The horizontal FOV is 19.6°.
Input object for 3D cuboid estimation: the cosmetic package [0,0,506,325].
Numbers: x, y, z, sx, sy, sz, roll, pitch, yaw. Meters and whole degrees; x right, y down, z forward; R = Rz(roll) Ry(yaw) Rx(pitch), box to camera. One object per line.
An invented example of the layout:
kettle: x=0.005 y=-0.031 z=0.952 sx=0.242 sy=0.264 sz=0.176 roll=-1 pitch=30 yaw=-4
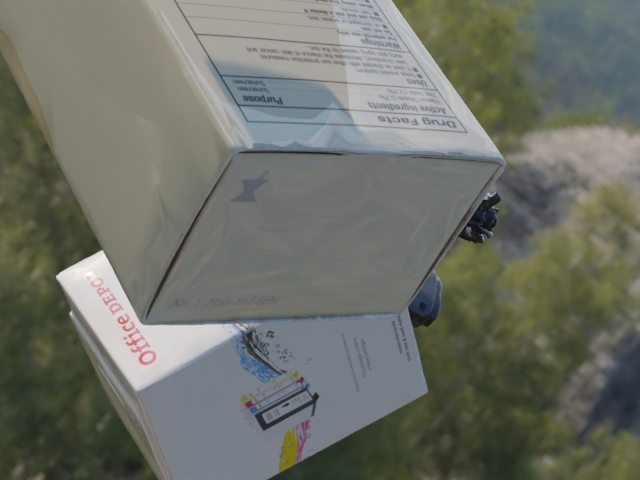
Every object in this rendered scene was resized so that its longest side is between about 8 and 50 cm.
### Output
cosmetic package: x=-0.063 y=-0.108 z=0.911 sx=0.160 sy=0.113 sz=0.309 roll=1 pitch=45 yaw=-37

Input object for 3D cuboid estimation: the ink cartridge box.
ink cartridge box: x=-0.063 y=0.077 z=1.515 sx=0.171 sy=0.233 sz=0.168 roll=49 pitch=-19 yaw=46

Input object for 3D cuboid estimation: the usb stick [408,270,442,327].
usb stick: x=0.000 y=0.000 z=1.801 sx=0.278 sy=0.045 sz=0.077 roll=30 pitch=37 yaw=-21

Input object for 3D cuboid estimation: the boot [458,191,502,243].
boot: x=0.049 y=-0.038 z=1.175 sx=0.099 sy=0.045 sz=0.121 roll=19 pitch=5 yaw=-45
